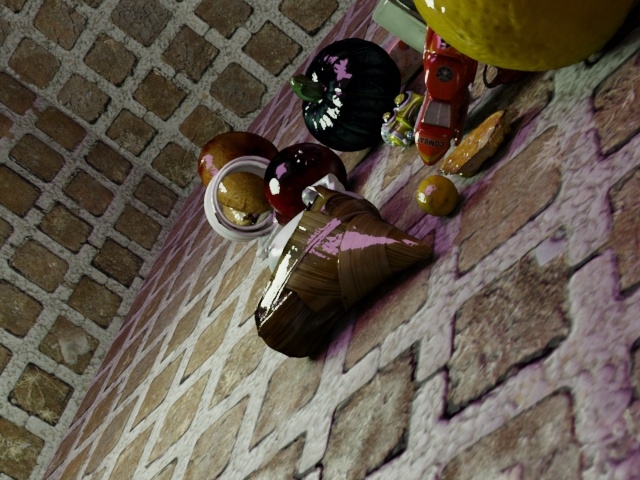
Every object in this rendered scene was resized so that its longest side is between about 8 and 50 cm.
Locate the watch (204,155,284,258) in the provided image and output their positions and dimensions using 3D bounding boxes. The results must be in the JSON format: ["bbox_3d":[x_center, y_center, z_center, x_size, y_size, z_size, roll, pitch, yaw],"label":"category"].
[{"bbox_3d":[-0.139,-0.106,2.121,0.248,0.217,0.211,-59,11,-14],"label":"watch"}]

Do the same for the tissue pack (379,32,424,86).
[{"bbox_3d":[0.216,-0.458,2.077,0.196,0.092,0.148,-49,15,25],"label":"tissue pack"}]

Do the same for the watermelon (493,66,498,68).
[{"bbox_3d":[0.296,-0.438,1.589,0.175,0.188,0.322,-40,19,39],"label":"watermelon"}]

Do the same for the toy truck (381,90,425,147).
[{"bbox_3d":[0.169,-0.224,1.749,0.111,0.076,0.077,-56,34,-4],"label":"toy truck"}]

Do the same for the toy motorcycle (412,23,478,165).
[{"bbox_3d":[0.207,-0.279,1.477,0.171,0.089,0.298,-68,-14,-54],"label":"toy motorcycle"}]

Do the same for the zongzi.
[{"bbox_3d":[0.036,0.076,1.426,0.288,0.134,0.286,29,94,53],"label":"zongzi"}]

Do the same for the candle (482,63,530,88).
[{"bbox_3d":[0.315,-0.285,1.459,0.162,0.048,0.053,-37,42,48],"label":"candle"}]

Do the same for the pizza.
[{"bbox_3d":[0.238,-0.136,1.387,0.160,0.036,0.099,-45,17,34],"label":"pizza"}]

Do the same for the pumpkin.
[{"bbox_3d":[0.035,-0.318,1.974,0.248,0.248,0.248,-49,15,18],"label":"pumpkin"}]

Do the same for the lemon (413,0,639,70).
[{"bbox_3d":[0.276,-0.387,1.247,0.336,0.336,0.336,-49,15,18],"label":"lemon"}]

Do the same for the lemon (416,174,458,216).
[{"bbox_3d":[0.174,-0.067,1.375,0.062,0.062,0.083,-52,15,7],"label":"lemon"}]

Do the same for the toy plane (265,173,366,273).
[{"bbox_3d":[-0.003,-0.002,1.660,0.252,0.118,0.252,-31,46,39],"label":"toy plane"}]

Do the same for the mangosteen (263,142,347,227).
[{"bbox_3d":[-0.034,-0.112,1.956,0.200,0.200,0.200,-49,15,18],"label":"mangosteen"}]

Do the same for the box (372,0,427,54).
[{"bbox_3d":[0.247,-0.524,1.879,0.166,0.221,0.290,-49,13,55],"label":"box"}]

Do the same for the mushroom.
[{"bbox_3d":[-0.222,-0.164,2.481,0.254,0.267,0.267,-52,15,9],"label":"mushroom"}]
